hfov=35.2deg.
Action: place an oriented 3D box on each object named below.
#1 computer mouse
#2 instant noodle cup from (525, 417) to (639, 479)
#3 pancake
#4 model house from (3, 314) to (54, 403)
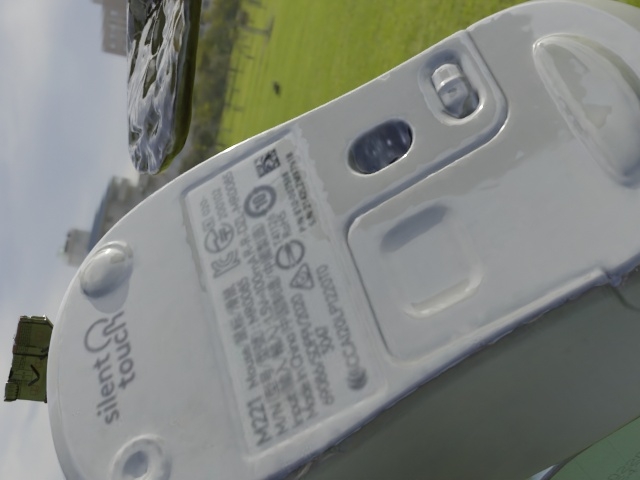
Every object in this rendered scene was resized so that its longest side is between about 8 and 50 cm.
[{"bbox_3d":[0.034,0.023,0.411,0.121,0.296,0.184,44,-164,-51],"label":"computer mouse"},{"bbox_3d":[0.214,0.091,0.804,0.254,0.325,0.326,-113,31,-44],"label":"instant noodle cup"},{"bbox_3d":[-0.123,-0.163,0.811,0.242,0.050,0.242,-179,90,-73],"label":"pancake"},{"bbox_3d":[-0.261,0.110,0.945,0.057,0.058,0.083,-160,81,-73],"label":"model house"}]
